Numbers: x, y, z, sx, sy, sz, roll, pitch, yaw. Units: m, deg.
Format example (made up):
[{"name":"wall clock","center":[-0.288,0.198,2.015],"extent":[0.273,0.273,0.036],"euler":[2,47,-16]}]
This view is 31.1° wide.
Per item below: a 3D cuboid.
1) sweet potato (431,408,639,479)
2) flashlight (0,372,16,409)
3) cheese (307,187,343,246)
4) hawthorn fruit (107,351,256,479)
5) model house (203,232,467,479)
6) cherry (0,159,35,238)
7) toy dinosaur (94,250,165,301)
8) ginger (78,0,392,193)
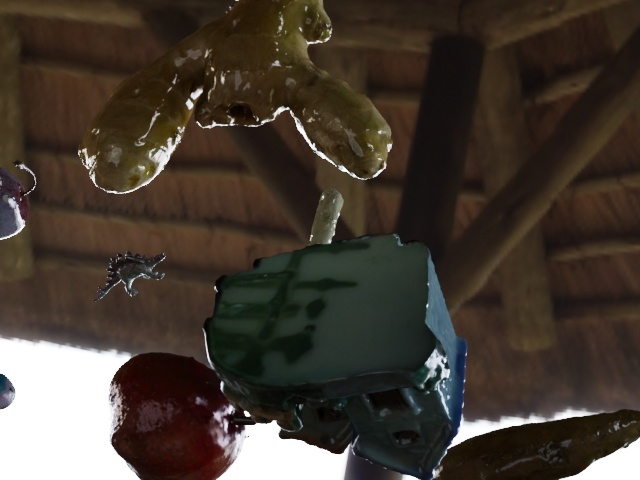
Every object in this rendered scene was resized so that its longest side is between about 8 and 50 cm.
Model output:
[{"name":"sweet potato","center":[0.348,0.356,1.891],"extent":[0.423,0.130,0.130],"euler":[-23,-33,19]},{"name":"flashlight","center":[-0.429,0.222,1.432],"extent":[0.051,0.129,0.051],"euler":[36,2,-2]},{"name":"cheese","center":[0.000,0.000,1.925],"extent":[0.043,0.194,0.065],"euler":[10,-30,9]},{"name":"hawthorn fruit","center":[-0.206,0.293,1.822],"extent":[0.266,0.210,0.230],"euler":[3,-51,18]},{"name":"model house","center":[0.046,0.193,1.474],"extent":[0.295,0.251,0.329],"euler":[-11,-48,15]},{"name":"cherry","center":[-0.513,-0.070,1.729],"extent":[0.148,0.115,0.188],"euler":[26,-15,9]},{"name":"toy dinosaur","center":[-0.370,0.064,2.190],"extent":[0.209,0.039,0.082],"euler":[-32,-66,34]},{"name":"ginger","center":[-0.097,-0.215,1.357],"extent":[0.363,0.348,0.122],"euler":[-8,-29,18]}]
